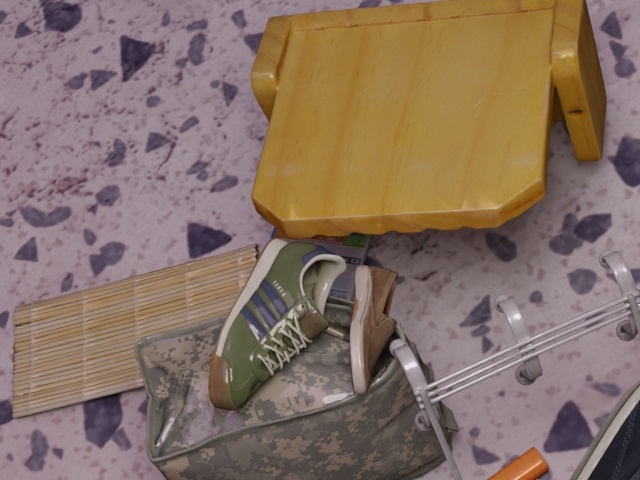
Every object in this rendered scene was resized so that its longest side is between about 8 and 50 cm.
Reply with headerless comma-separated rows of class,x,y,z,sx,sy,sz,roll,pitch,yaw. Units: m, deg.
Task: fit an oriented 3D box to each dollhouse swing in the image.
dollhouse swing,0.118,-0.084,1.852,0.347,0.315,0.305,-3,63,15

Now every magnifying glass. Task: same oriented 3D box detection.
magnifying glass,0.135,0.290,1.791,0.231,0.026,0.092,-33,56,-5

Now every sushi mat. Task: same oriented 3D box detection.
sushi mat,-0.215,0.105,2.003,0.317,0.019,0.151,-15,58,12

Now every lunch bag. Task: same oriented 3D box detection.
lunch bag,-0.017,0.175,1.778,0.287,0.235,0.169,-16,54,7

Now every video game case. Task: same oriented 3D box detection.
video game case,0.000,0.000,2.011,0.119,0.015,0.166,7,63,21

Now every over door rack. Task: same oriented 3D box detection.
over door rack,0.226,0.185,1.682,0.240,0.324,0.108,-24,24,0

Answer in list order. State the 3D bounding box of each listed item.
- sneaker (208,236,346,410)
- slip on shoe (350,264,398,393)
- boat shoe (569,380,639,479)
sneaker,-0.036,0.079,1.658,0.086,0.064,0.192,5,55,28
slip on shoe,0.051,0.084,1.645,0.041,0.051,0.135,2,52,4
boat shoe,0.255,0.343,1.516,0.500,0.187,0.156,-59,27,-12
